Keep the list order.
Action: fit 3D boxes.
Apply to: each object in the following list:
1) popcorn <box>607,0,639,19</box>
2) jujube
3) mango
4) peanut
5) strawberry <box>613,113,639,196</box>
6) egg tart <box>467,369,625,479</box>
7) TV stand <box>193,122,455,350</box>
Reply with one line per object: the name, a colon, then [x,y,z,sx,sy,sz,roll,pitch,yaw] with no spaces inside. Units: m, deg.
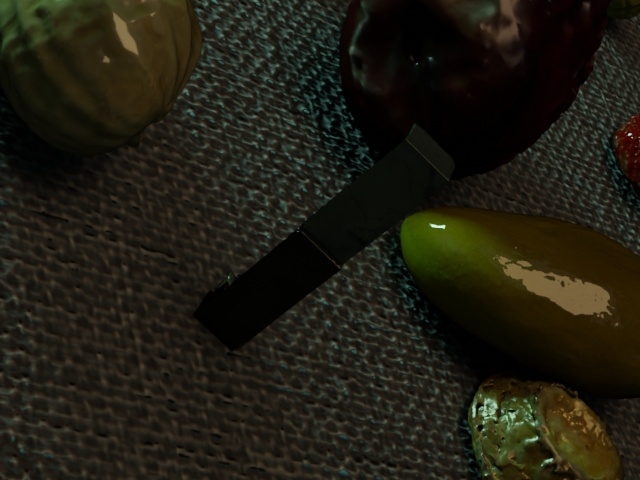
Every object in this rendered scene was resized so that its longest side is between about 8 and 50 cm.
popcorn: [0.408,-0.367,2.154,0.136,0.141,0.162,-79,162,-50]
jujube: [0.161,-0.210,1.631,0.258,0.258,0.377,49,34,-6]
mango: [0.237,0.064,1.566,0.331,0.142,0.195,15,25,-33]
peanut: [-0.188,-0.210,1.311,0.174,0.158,0.340,2,53,-24]
strawberry: [0.425,-0.102,1.973,0.131,0.148,0.131,-8,104,-33]
egg tart: [0.217,0.199,1.493,0.191,0.074,0.191,29,40,-27]
TV stand: [0.000,0.000,1.252,0.049,0.256,0.040,43,35,-11]
